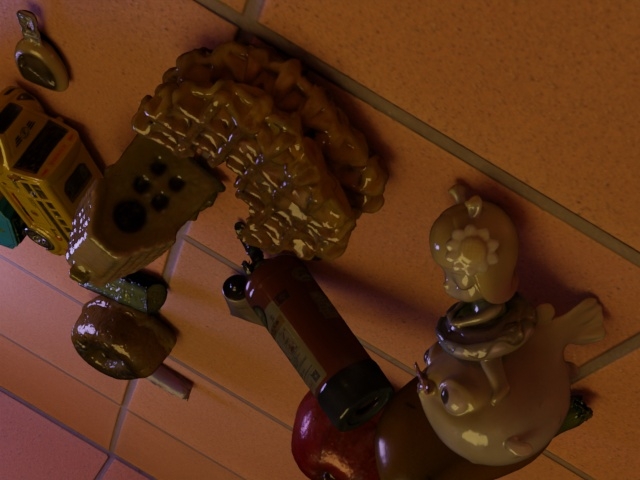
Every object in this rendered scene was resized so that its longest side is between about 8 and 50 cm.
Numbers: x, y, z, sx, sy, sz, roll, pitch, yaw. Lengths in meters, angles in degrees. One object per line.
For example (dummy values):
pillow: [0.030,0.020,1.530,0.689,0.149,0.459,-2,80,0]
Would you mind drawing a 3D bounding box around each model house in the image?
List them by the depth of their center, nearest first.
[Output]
model house: [-0.293,-0.030,1.592,0.175,0.234,0.193,37,154,-12]

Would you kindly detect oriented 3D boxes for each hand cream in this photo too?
hand cream: [-0.145,0.118,1.899,0.087,0.054,0.186,18,157,14]

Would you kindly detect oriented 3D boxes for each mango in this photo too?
mango: [0.219,0.285,1.558,0.211,0.317,0.173,48,156,39]

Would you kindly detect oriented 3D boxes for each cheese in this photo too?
cheese: [-0.422,-0.286,1.504,0.086,0.036,0.162,25,153,8]

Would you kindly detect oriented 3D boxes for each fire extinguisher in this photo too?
fire extinguisher: [-0.032,0.148,1.670,0.376,0.113,0.200,53,155,25]

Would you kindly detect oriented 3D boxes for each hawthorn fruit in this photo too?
hawthorn fruit: [0.047,0.403,1.942,0.242,0.271,0.242,24,143,20]

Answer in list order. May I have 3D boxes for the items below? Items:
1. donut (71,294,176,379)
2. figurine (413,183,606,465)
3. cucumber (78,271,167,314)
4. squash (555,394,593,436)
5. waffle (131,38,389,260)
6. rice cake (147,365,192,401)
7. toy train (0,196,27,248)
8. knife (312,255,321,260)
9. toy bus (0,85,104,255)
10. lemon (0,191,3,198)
donut: [-0.458,0.222,2.292,0.208,0.128,0.261,40,150,-17]
figurine: [0.244,0.102,1.347,0.226,0.274,0.394,-121,13,-66]
cucumber: [-0.415,0.084,2.101,0.211,0.062,0.078,20,118,32]
squash: [0.392,0.289,1.649,0.052,0.052,0.183,31,151,0]
waffle: [-0.073,-0.115,1.326,0.261,0.151,0.324,-7,138,43]
rice cake: [-0.434,0.313,2.500,0.270,0.055,0.049,34,173,-3]
toy train: [-0.662,-0.068,2.038,0.154,0.107,0.198,20,152,4]
knife: [0.000,0.000,1.587,0.031,0.018,0.121,26,151,6]
toy bus: [-0.461,-0.105,1.730,0.152,0.144,0.330,16,151,26]
lemon: [-0.674,-0.138,1.803,0.240,0.219,0.240,21,154,11]
